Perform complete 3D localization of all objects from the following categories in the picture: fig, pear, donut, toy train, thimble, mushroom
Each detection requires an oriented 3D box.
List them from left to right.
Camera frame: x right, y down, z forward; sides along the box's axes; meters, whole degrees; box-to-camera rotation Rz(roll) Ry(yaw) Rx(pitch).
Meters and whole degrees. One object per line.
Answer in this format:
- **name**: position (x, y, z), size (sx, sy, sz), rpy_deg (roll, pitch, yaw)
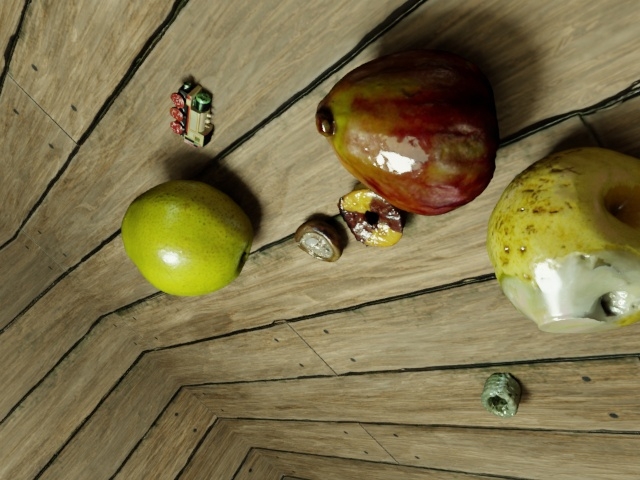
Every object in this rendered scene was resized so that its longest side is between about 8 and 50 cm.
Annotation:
- **pear**: position (-0.299, -0.005, 1.153), size (0.294, 0.294, 0.294), rpy_deg (21, 140, 18)
- **toy train**: position (-0.263, -0.260, 1.033), size (0.087, 0.050, 0.138), rpy_deg (27, 141, 2)
- **mushroom**: position (0.000, 0.000, 1.110), size (0.123, 0.052, 0.123), rpy_deg (24, 149, 16)
- **donut**: position (0.104, -0.054, 0.968), size (0.140, 0.059, 0.140), rpy_deg (21, 140, 19)
- **fig**: position (0.133, -0.158, 0.717), size (0.263, 0.224, 0.224), rpy_deg (36, 143, 4)
- **thimble**: position (0.424, 0.361, 1.170), size (0.085, 0.062, 0.110), rpy_deg (16, 139, 22)
- **pear**: position (0.364, 0.005, 0.707), size (0.271, 0.271, 0.271), rpy_deg (21, 140, 18)
